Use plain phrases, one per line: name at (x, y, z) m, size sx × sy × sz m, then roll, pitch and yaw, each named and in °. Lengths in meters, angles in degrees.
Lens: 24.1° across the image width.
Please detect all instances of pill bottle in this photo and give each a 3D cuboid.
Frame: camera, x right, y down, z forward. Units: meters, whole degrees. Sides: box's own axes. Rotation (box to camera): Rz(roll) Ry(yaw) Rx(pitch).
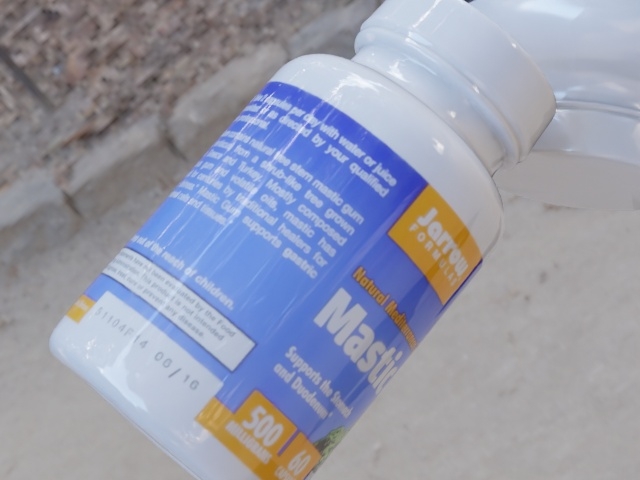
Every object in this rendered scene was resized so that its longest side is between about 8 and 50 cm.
pill bottle at (0.000, 0.000, 0.788) m, size 0.272 × 0.152 × 0.152 m, roll -50°, pitch 35°, yaw -10°
pill bottle at (0.180, -0.190, 0.926) m, size 0.181 × 0.181 × 0.323 m, roll -2°, pitch 74°, yaw 42°
